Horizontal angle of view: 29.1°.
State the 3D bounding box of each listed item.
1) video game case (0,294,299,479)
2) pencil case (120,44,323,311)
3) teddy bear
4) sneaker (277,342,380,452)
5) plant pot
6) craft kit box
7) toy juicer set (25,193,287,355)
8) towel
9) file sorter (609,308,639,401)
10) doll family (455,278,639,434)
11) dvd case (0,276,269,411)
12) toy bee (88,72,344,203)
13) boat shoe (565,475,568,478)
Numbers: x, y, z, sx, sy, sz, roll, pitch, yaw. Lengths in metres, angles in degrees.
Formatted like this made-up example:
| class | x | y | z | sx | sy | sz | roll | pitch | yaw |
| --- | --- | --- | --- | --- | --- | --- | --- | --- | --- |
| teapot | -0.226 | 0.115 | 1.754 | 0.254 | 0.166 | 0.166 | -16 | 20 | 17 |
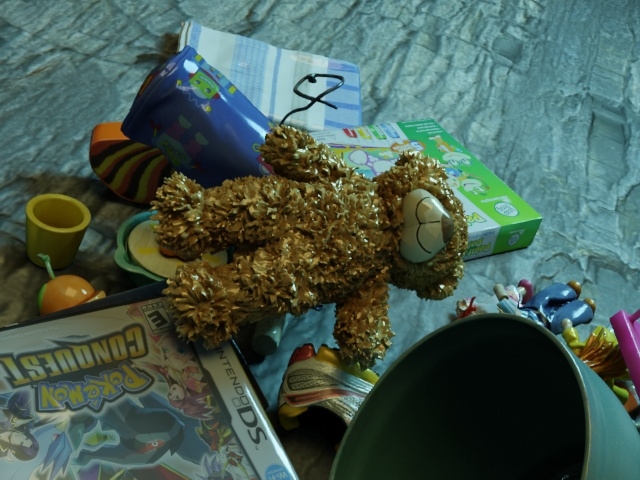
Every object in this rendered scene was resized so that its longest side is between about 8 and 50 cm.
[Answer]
| class | x | y | z | sx | sy | sz | roll | pitch | yaw |
| --- | --- | --- | --- | --- | --- | --- | --- | --- | --- |
| video game case | -0.175 | 0.171 | 1.098 | 0.275 | 0.035 | 0.248 | -11 | 60 | -35 |
| pencil case | -0.078 | -0.067 | 1.332 | 0.306 | 0.133 | 0.119 | 44 | 48 | -9 |
| teddy bear | 0.000 | 0.000 | 1.202 | 0.338 | 0.113 | 0.245 | 9 | 63 | -15 |
| sneaker | 0.060 | 0.191 | 1.222 | 0.225 | 0.088 | 0.093 | 22 | 55 | 4 |
| plant pot | 0.171 | 0.234 | 1.058 | 0.196 | 0.293 | 0.293 | 31 | 25 | -32 |
| craft kit box | 0.122 | -0.065 | 1.625 | 0.250 | 0.061 | 0.247 | -11 | 47 | -37 |
| toy juicer set | -0.147 | 0.038 | 1.313 | 0.329 | 0.089 | 0.209 | 6 | 36 | -19 |
| towel | -0.075 | -0.231 | 1.779 | 0.285 | 0.034 | 0.209 | 14 | 35 | -8 |
| file sorter | 0.477 | 0.165 | 1.259 | 0.290 | 0.182 | 0.202 | 36 | 26 | -25 |
| doll family | 0.271 | 0.109 | 1.391 | 0.263 | 0.118 | 0.163 | 39 | 38 | 26 |
| dvd case | -0.177 | 0.126 | 1.179 | 0.221 | 0.018 | 0.164 | -16 | 66 | -35 |
| toy bee | -0.116 | -0.082 | 1.467 | 0.298 | 0.162 | 0.195 | -2 | 30 | 18 |
| boat shoe | 0.310 | 0.286 | 1.126 | 0.135 | 0.156 | 0.367 | 17 | 34 | -5 |
